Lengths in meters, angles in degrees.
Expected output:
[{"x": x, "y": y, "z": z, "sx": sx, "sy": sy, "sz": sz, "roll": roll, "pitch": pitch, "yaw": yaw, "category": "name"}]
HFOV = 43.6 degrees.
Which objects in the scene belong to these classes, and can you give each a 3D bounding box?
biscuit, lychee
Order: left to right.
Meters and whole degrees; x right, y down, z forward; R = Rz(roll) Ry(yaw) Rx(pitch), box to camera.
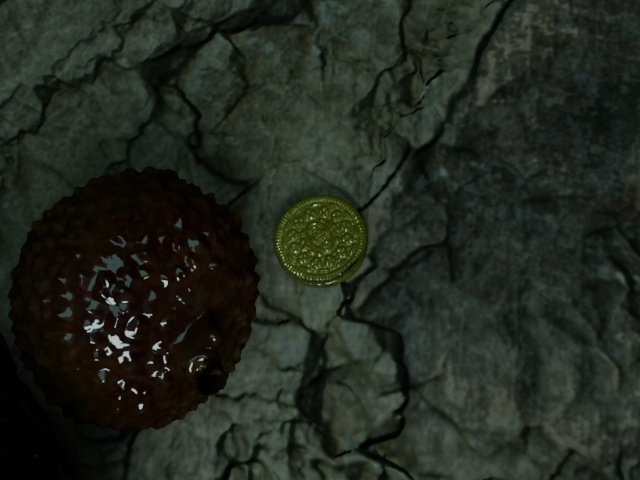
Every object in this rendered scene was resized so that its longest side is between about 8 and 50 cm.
[{"x": -0.136, "y": 0.047, "z": 0.613, "sx": 0.200, "sy": 0.200, "sz": 0.238, "roll": -47, "pitch": 48, "yaw": -11, "category": "lychee"}, {"x": 0.000, "y": 0.000, "z": 0.699, "sx": 0.084, "sy": 0.023, "sz": 0.084, "roll": -3, "pitch": 68, "yaw": 7, "category": "biscuit"}]

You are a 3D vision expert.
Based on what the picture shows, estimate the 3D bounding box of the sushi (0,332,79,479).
[{"x": -0.295, "y": 0.192, "z": 0.499, "sx": 0.281, "sy": 0.299, "sz": 0.294, "roll": -31, "pitch": 48, "yaw": -21, "category": "sushi"}]
